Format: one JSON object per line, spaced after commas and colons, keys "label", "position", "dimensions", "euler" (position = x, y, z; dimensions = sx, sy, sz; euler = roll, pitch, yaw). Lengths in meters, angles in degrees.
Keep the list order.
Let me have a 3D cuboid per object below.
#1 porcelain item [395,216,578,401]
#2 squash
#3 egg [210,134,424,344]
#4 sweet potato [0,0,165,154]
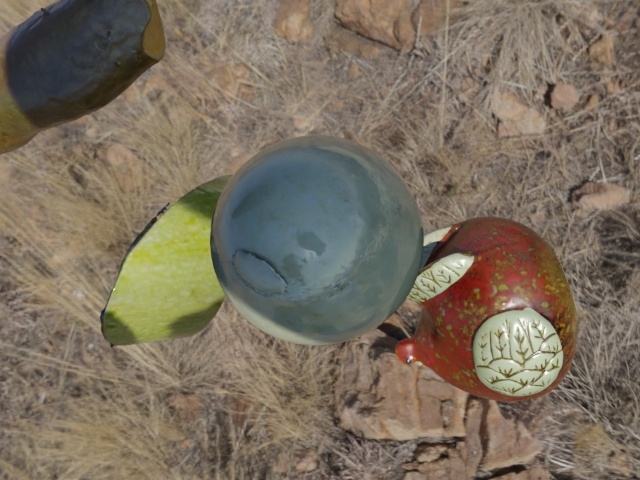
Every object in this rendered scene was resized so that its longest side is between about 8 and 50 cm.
{"label": "porcelain item", "position": [0.202, 0.100, 0.735], "dimensions": [0.252, 0.253, 0.253], "euler": [-12, 65, 28]}
{"label": "squash", "position": [-0.189, 0.022, 0.695], "dimensions": [0.204, 0.155, 0.237], "euler": [32, 103, 59]}
{"label": "egg", "position": [0.000, 0.000, 0.509], "dimensions": [0.186, 0.253, 0.187], "euler": [0, 92, 15]}
{"label": "sweet potato", "position": [-0.202, -0.113, 0.408], "dimensions": [0.243, 0.077, 0.077], "euler": [-24, 59, 25]}
